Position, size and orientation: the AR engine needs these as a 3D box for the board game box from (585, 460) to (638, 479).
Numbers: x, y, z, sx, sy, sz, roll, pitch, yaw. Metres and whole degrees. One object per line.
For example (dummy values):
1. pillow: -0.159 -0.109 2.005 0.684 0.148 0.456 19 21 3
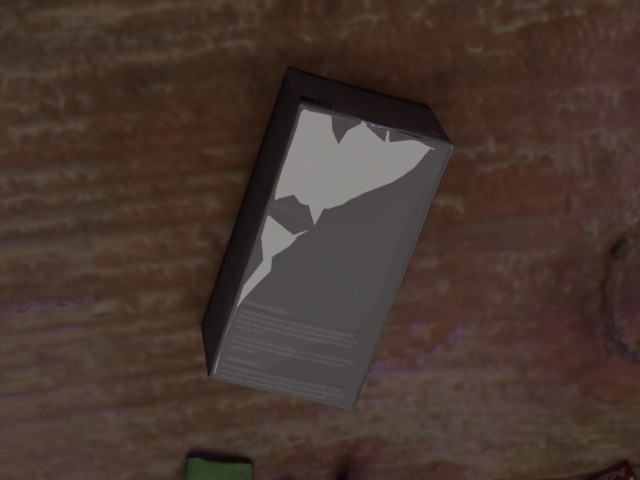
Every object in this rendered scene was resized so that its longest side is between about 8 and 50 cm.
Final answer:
1. board game box: 0.274 0.345 1.364 0.145 0.027 0.281 -28 115 3

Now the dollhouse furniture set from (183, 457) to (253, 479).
1. dollhouse furniture set: -0.040 0.225 1.233 0.152 0.058 0.076 6 80 -17

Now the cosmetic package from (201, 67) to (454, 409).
1. cosmetic package: 0.000 0.000 1.130 0.127 0.107 0.238 16 108 -14
